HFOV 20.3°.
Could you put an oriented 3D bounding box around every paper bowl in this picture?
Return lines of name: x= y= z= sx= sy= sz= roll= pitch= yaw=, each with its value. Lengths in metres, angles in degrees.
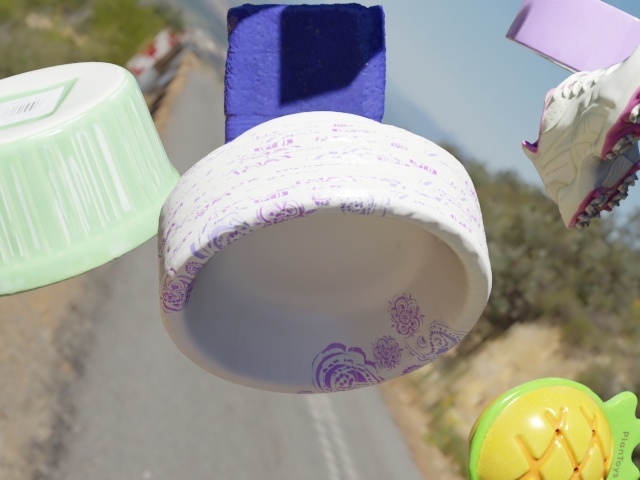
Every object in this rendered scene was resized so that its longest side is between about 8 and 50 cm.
paper bowl: x=0.000 y=0.000 z=1.559 sx=0.284 sy=0.284 sz=0.148 roll=44 pitch=30 yaw=-43

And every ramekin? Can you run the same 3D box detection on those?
ramekin: x=-0.303 y=-0.070 z=1.855 sx=0.303 sy=0.303 sz=0.148 roll=-118 pitch=-169 yaw=-69

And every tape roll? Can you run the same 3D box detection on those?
tape roll: x=0.374 y=-0.233 z=2.254 sx=0.275 sy=0.090 sz=0.275 roll=26 pitch=8 yaw=-4

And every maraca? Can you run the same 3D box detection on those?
maraca: x=0.198 y=0.175 z=1.485 sx=0.185 sy=0.127 sz=0.099 roll=4 pitch=14 yaw=-33

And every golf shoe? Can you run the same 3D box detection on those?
golf shoe: x=0.304 y=-0.142 z=1.960 sx=0.140 sy=0.115 sz=0.306 roll=52 pitch=-35 yaw=21

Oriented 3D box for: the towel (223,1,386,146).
towel: x=-0.021 y=-0.169 z=2.451 sx=0.076 sy=0.227 sz=0.308 roll=-15 pitch=106 yaw=-79
